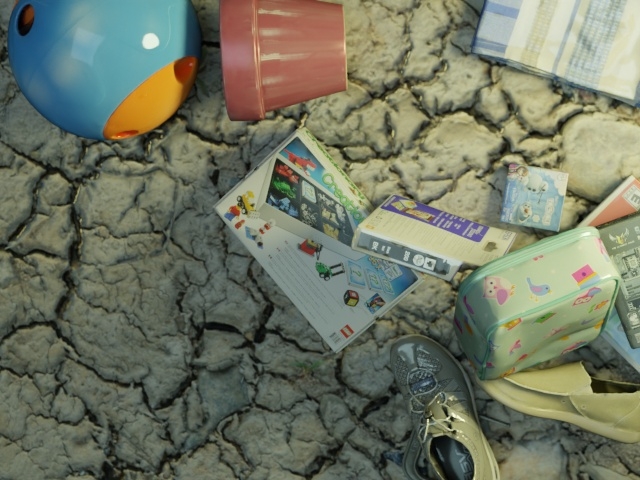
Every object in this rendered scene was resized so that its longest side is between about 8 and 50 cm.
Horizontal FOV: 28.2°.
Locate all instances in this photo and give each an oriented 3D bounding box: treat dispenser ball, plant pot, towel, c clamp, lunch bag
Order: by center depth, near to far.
[{"bbox_3d":[0.303,0.090,1.774,0.224,0.279,0.107,-24,68,-5],"label":"lunch bag"},{"bbox_3d":[0.376,-0.327,1.839,0.285,0.034,0.209,20,104,12],"label":"towel"},{"bbox_3d":[-0.052,-0.283,1.895,0.180,0.201,0.201,-4,99,1],"label":"plant pot"},{"bbox_3d":[-0.321,-0.293,1.906,0.288,0.288,0.288,3,100,15],"label":"treat dispenser ball"},{"bbox_3d":[0.204,0.330,2.008,0.137,0.022,0.160,26,105,10],"label":"c clamp"}]

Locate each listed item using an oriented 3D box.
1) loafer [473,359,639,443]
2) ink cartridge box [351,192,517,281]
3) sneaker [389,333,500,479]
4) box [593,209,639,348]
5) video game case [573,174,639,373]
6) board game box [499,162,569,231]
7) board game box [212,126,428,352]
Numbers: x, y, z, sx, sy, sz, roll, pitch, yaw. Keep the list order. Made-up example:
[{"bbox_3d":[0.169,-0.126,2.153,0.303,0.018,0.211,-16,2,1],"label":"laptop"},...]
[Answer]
[{"bbox_3d":[0.365,0.221,1.909,0.269,0.102,0.092,17,103,3],"label":"loafer"},{"bbox_3d":[0.171,0.001,1.864,0.208,0.206,0.045,18,109,13],"label":"ink cartridge box"},{"bbox_3d":[0.189,0.269,1.938,0.105,0.115,0.281,-32,80,16],"label":"sneaker"},{"bbox_3d":[0.522,0.032,1.818,0.233,0.059,0.183,-21,93,15],"label":"box"},{"bbox_3d":[0.489,0.072,1.881,0.285,0.025,0.204,45,108,4],"label":"video game case"},{"bbox_3d":[0.320,-0.065,1.907,0.090,0.020,0.090,10,102,13],"label":"board game box"},{"bbox_3d":[0.000,0.000,1.991,0.193,0.053,0.305,-41,87,19],"label":"board game box"}]
